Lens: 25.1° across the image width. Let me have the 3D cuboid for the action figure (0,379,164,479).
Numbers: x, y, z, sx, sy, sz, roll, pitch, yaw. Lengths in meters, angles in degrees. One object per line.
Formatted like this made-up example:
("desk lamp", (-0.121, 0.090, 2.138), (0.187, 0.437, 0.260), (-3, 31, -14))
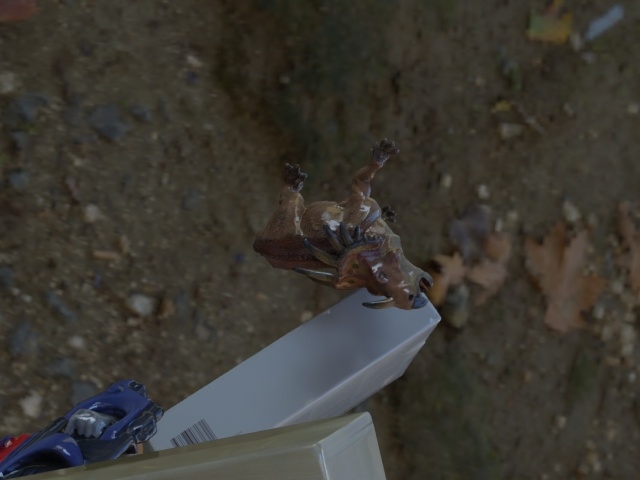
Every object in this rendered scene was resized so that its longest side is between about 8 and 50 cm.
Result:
("action figure", (-0.184, 0.260, 1.057), (0.341, 0.330, 0.178), (-33, 135, -49))

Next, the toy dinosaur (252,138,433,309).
("toy dinosaur", (0.000, 0.000, 1.708), (0.127, 0.295, 0.200), (58, 44, -29))

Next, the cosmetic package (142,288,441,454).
("cosmetic package", (-0.045, 0.200, 1.813), (0.377, 0.284, 0.097), (-32, 75, -17))

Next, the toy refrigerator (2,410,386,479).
("toy refrigerator", (-0.099, 0.165, 0.729), (0.094, 0.269, 0.102), (-12, 88, -71))
